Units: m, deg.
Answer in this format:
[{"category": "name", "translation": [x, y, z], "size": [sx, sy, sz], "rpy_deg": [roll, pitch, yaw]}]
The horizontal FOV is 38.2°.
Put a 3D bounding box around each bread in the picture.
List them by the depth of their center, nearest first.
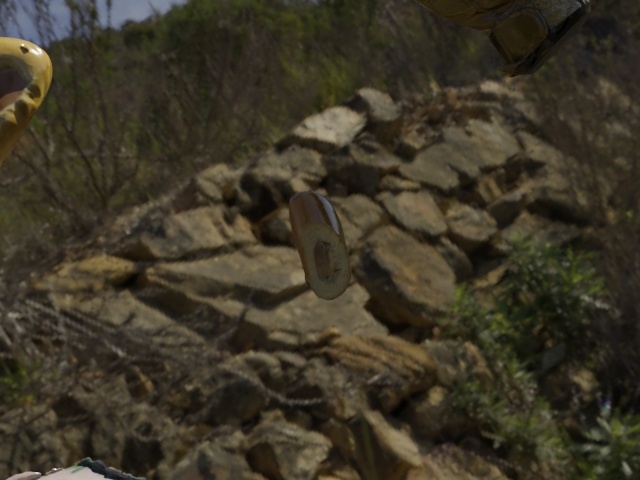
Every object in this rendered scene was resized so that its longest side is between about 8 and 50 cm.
[{"category": "bread", "translation": [-0.308, -0.112, 0.820], "size": [0.173, 0.085, 0.134], "rpy_deg": [-19, 43, 60]}, {"category": "bread", "translation": [0.000, 0.001, 0.923], "size": [0.049, 0.103, 0.062], "rpy_deg": [-13, -33, -9]}]

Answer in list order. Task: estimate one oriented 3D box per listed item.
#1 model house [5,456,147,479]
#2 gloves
[{"category": "model house", "translation": [-0.270, 0.390, 0.978], "size": [0.202, 0.237, 0.237], "rpy_deg": [-14, 10, -40]}, {"category": "gloves", "translation": [0.132, -0.311, 0.979], "size": [0.141, 0.331, 0.154], "rpy_deg": [-52, -9, 12]}]
